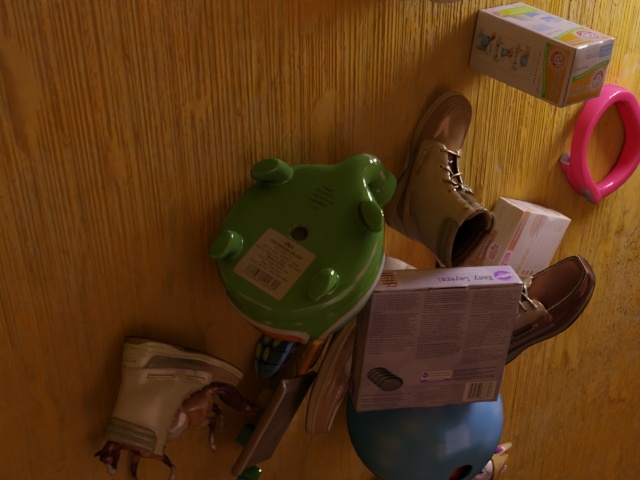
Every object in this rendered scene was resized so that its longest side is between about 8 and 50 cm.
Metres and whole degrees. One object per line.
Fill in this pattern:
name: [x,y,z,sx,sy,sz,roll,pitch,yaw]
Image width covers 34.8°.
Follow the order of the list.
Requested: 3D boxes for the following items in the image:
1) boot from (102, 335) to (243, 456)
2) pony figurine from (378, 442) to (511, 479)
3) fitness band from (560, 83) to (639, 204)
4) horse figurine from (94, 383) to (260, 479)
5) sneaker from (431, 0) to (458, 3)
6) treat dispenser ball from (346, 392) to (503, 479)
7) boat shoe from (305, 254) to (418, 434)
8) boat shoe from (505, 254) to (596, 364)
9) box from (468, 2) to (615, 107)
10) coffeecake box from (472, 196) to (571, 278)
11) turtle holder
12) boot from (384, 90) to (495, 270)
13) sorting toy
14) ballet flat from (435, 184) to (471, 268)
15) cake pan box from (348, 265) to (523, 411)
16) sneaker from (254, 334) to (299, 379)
boot: [-0.219,0.242,1.530,0.213,0.077,0.165,22,75,-41]
pony figurine: [0.263,0.609,2.214,0.363,0.303,0.351,-18,121,-18]
fitness band: [0.592,-0.197,2.126,0.209,0.054,0.291,-53,142,-7]
horse figurine: [-0.227,0.300,1.620,0.263,0.066,0.174,-33,137,-19]
sneaker: [0.274,-0.489,1.548,0.292,0.108,0.169,-32,138,-25]
treat dispenser ball: [0.191,0.321,1.885,0.288,0.288,0.288,-26,132,-32]
boat shoe: [0.070,0.190,1.765,0.121,0.110,0.341,-37,149,-82]
boat shoe: [0.406,0.148,2.059,0.120,0.122,0.324,22,123,-40]
box: [0.363,-0.309,1.687,0.114,0.203,0.103,-19,129,-37]
coffeecake box: [0.402,-0.002,2.050,0.185,0.068,0.142,7,112,-48]
turtle holder: [-0.019,0.004,1.531,0.227,0.243,0.320,80,16,-58]
boot: [0.221,-0.099,1.685,0.095,0.203,0.262,14,107,-35]
sorting toy: [-0.086,0.302,1.755,0.347,0.047,0.196,-61,166,7]
ballet flat: [0.241,-0.015,1.885,0.070,0.070,0.188,-24,128,-33]
cake pan box: [0.188,0.160,1.668,0.267,0.070,0.245,-3,124,-11]
sneaker: [-0.041,0.157,1.710,0.188,0.067,0.078,-56,137,-3]
